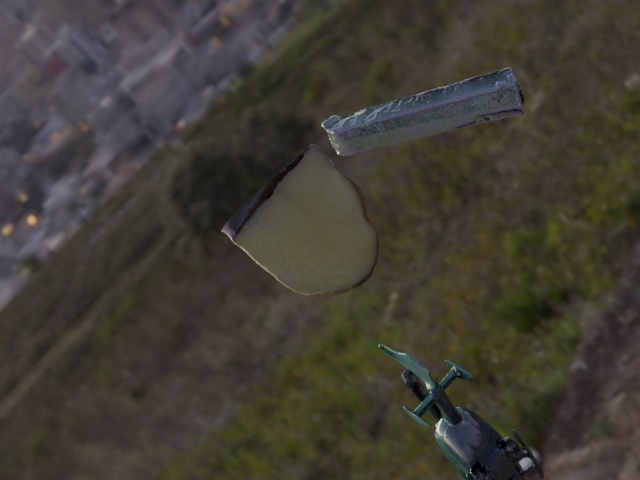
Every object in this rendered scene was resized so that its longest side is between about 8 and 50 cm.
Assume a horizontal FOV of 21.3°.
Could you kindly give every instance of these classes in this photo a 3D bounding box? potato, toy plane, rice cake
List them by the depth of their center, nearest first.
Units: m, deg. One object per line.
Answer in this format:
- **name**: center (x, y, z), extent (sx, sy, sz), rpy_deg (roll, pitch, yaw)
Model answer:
- **potato**: center (0.000, 0.000, 1.214), extent (0.096, 0.103, 0.066), rpy_deg (-43, -19, 10)
- **toy plane**: center (0.126, 0.168, 1.472), extent (0.060, 0.235, 0.096), rpy_deg (-42, 44, -8)
- **rice cake**: center (0.103, -0.125, 1.702), extent (0.211, 0.043, 0.034), rpy_deg (-14, 38, 21)
